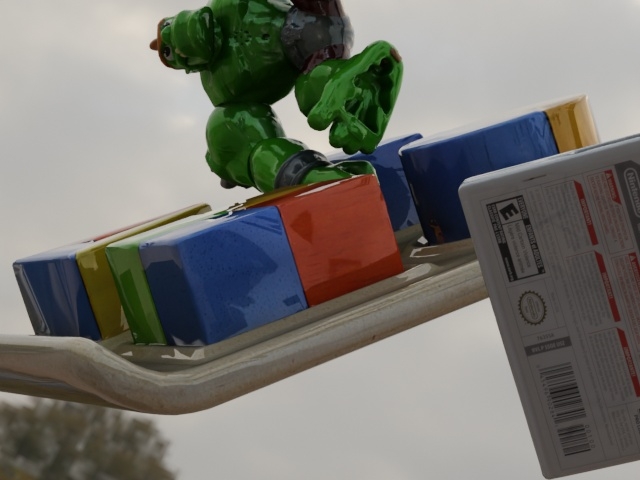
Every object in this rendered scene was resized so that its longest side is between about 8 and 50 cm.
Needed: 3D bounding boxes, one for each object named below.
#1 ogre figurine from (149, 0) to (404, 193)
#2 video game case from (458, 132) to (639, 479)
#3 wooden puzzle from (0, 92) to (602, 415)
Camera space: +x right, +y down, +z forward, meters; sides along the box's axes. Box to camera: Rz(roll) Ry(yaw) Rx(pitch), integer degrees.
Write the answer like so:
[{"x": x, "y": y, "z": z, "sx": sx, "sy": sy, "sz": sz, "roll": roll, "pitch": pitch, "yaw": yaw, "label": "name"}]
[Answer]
[{"x": -0.017, "y": -0.098, "z": 0.841, "sx": 0.118, "sy": 0.097, "sz": 0.197, "roll": -10, "pitch": -82, "yaw": 50, "label": "ogre figurine"}, {"x": 0.107, "y": 0.010, "z": 0.453, "sx": 0.122, "sy": 0.011, "sz": 0.087, "roll": -15, "pitch": -80, "yaw": 15, "label": "video game case"}, {"x": 0.000, "y": 0.000, "z": 0.819, "sx": 0.322, "sy": 0.348, "sz": 0.080, "roll": -7, "pitch": -83, "yaw": 65, "label": "wooden puzzle"}]
